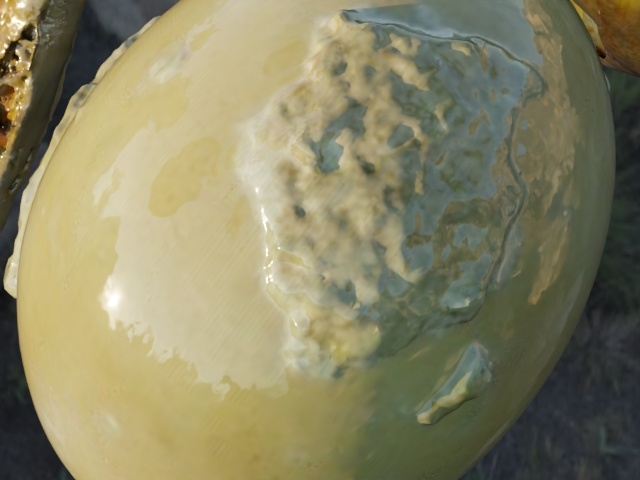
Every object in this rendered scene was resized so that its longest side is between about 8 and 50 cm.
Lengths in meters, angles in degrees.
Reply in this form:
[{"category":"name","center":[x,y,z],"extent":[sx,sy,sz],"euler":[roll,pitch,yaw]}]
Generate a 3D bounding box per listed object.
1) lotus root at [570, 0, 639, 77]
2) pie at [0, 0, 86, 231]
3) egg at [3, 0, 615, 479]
[{"category":"lotus root","center":[0.189,-0.167,0.793],"extent":[0.152,0.160,0.275],"euler":[-5,8,13]},{"category":"pie","center":[-0.190,-0.102,0.880],"extent":[0.068,0.282,0.128],"euler":[-4,44,-41]},{"category":"egg","center":[-0.003,-0.002,0.442],"extent":[0.201,0.164,0.164],"euler":[-52,58,12]}]
